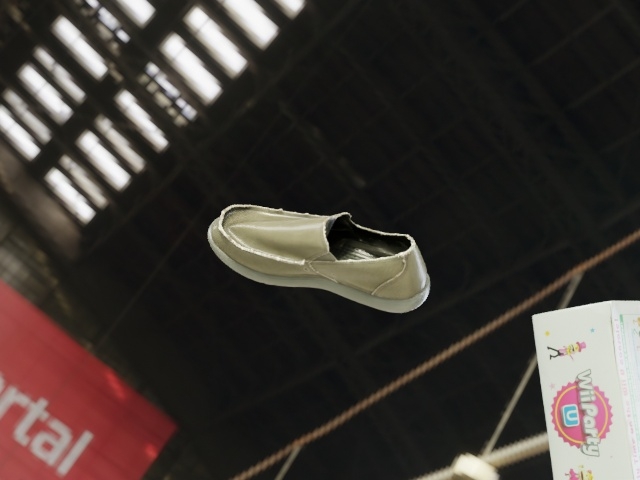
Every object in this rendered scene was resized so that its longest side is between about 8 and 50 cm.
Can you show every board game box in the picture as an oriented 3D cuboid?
[{"bbox_3d":[0.359,0.183,1.490,0.097,0.224,0.303,-12,-10,35],"label":"board game box"}]

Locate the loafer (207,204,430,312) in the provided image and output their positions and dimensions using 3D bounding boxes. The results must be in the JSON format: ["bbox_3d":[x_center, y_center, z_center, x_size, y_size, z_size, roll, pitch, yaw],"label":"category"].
[{"bbox_3d":[0.000,0.000,1.451,0.251,0.094,0.087,13,-47,11],"label":"loafer"}]
